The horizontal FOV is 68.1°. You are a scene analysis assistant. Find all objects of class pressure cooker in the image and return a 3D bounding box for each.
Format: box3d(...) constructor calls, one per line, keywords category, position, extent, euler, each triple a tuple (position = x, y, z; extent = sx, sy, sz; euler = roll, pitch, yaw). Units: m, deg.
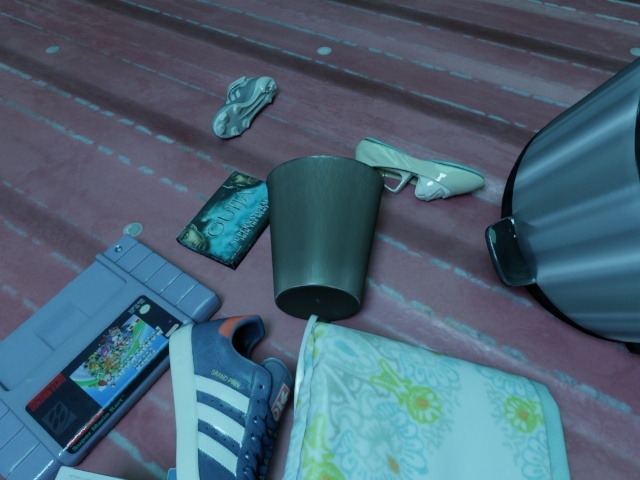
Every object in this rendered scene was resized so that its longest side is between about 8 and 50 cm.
box3d(category="pressure cooker", position=(0.453, -0.046, 0.605), extent=(0.370, 0.420, 0.375), euler=(28, 79, -1))

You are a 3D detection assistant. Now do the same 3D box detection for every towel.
box3d(category="towel", position=(0.116, 0.291, 0.491), extent=(0.320, 0.090, 0.374), euler=(19, 53, -13))

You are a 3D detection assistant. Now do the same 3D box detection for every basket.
box3d(category="basket", position=(0.000, 0.000, 0.756), extent=(0.204, 0.154, 0.227), euler=(1, 57, 6))

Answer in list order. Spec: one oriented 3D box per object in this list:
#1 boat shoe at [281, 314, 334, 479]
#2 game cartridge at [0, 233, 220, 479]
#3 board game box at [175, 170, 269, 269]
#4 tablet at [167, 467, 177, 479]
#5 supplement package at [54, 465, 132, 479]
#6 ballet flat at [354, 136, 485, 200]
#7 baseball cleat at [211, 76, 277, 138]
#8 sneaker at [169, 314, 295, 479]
box3d(category="boat shoe", position=(0.008, 0.244, 0.600), extent=(0.091, 0.114, 0.302), euler=(2, 65, 7))
box3d(category="game cartridge", position=(-0.349, 0.163, 0.716), extent=(0.230, 0.068, 0.355), euler=(26, 59, 27))
box3d(category="board game box", position=(-0.159, -0.043, 0.872), extent=(0.126, 0.026, 0.186), euler=(22, 58, 19))
box3d(category="tablet", position=(-0.159, 0.321, 0.613), extent=(0.083, 0.006, 0.054), euler=(-4, 53, 0))
box3d(category="supplement package", position=(-0.233, 0.384, 0.488), extent=(0.139, 0.134, 0.244), euler=(7, 56, 9))
box3d(category="ballet flat", position=(0.172, -0.117, 0.879), extent=(0.248, 0.086, 0.086), euler=(22, 58, 21))
box3d(category="baseball cleat", position=(-0.185, -0.295, 1.048), extent=(0.109, 0.072, 0.206), euler=(18, 51, 33))
box3d(category="sneaker", position=(-0.092, 0.235, 0.589), extent=(0.148, 0.131, 0.350), euler=(-18, 51, -6))
